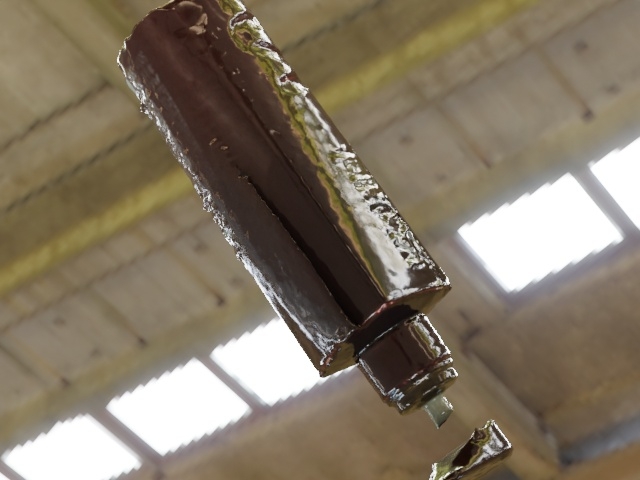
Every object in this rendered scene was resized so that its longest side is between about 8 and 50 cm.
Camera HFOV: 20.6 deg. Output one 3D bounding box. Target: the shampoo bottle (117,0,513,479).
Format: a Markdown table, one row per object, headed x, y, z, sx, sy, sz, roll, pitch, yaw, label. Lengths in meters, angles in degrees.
| x | y | z | sx | sy | sz | roll | pitch | yaw | label |
| --- | --- | --- | --- | --- | --- | --- | --- | --- | --- |
| 0.000 | -0.001 | 0.730 | 0.068 | 0.236 | 0.067 | -24 | 162 | -38 | shampoo bottle |
